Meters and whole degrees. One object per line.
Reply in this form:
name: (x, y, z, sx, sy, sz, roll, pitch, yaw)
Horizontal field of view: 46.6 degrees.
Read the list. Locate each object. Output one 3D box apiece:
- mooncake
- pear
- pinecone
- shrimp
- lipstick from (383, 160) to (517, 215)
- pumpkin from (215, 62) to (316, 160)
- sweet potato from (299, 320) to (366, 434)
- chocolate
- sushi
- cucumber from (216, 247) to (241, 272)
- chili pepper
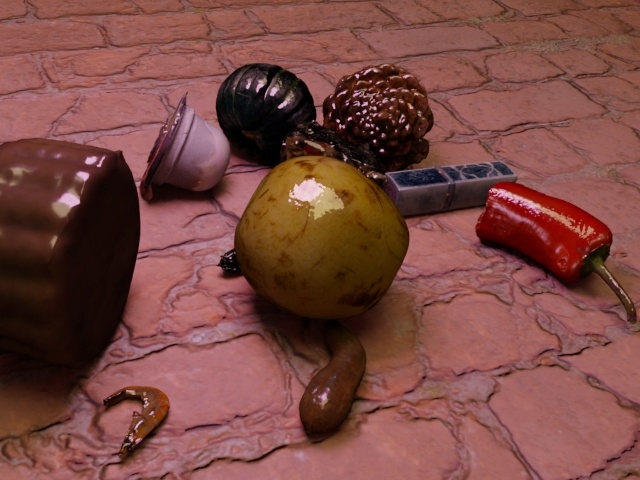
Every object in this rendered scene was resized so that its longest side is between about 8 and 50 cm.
mooncake: (-0.388, 0.013, 1.059, 0.187, 0.324, 0.324, 9, 37, 3)
pear: (0.000, 0.000, 1.198, 0.283, 0.284, 0.283, 5, 37, -4)
pinecone: (0.118, -0.257, 1.586, 0.244, 0.244, 0.309, 7, 20, -1)
shrimp: (-0.261, 0.245, 1.015, 0.091, 0.025, 0.127, 11, 33, 5)
lipstick: (0.268, -0.110, 1.535, 0.289, 0.076, 0.077, -7, 37, -23)
pumpkin: (-0.115, -0.269, 1.566, 0.220, 0.220, 0.162, 23, 59, 20)
sweet potato: (0.025, 0.194, 1.106, 0.081, 0.062, 0.233, 10, 34, 7)
chocolate: (-0.256, -0.163, 1.458, 0.147, 0.221, 0.221, 30, 35, -13)
sushi: (0.014, -0.131, 1.439, 0.212, 0.147, 0.115, 29, 33, -8)
cucumber: (-0.115, 0.010, 1.334, 0.053, 0.053, 0.181, 32, 45, 29)
chili pepper: (0.461, 0.005, 1.371, 0.338, 0.135, 0.131, 31, 30, 30)
